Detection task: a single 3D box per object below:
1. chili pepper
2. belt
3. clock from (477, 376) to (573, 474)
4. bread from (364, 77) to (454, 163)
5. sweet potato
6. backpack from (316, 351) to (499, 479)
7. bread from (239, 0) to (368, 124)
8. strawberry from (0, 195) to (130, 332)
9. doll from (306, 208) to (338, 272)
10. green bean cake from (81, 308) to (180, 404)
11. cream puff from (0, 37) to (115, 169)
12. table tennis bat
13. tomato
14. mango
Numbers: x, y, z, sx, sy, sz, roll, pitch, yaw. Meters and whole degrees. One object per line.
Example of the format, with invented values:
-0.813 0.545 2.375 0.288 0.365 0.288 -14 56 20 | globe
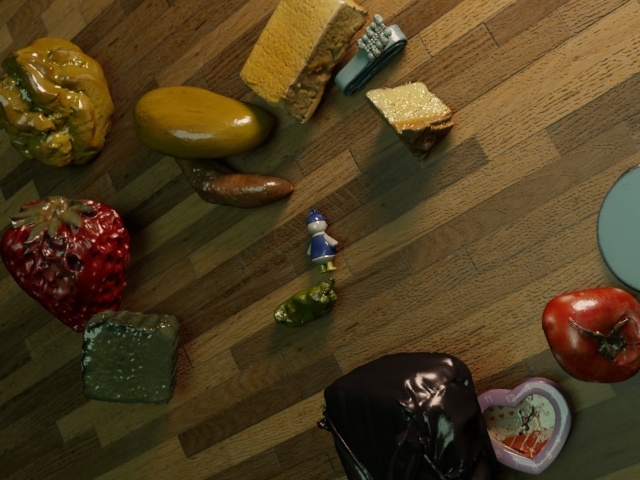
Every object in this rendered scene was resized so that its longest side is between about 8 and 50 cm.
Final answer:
-0.014 0.135 1.695 0.204 0.073 0.072 -30 95 37 | chili pepper
0.095 -0.376 1.609 0.179 0.100 0.065 -43 68 25 | belt
0.392 0.357 1.482 0.198 0.064 0.172 -24 80 27 | clock
0.173 -0.250 1.544 0.127 0.152 0.147 -48 61 20 | bread
-0.229 -0.135 1.796 0.342 0.092 0.114 21 76 26 | sweet potato
0.185 0.443 1.472 0.363 0.255 0.445 -17 97 59 | backpack
-0.036 -0.412 1.652 0.184 0.114 0.274 47 115 36 | bread
-0.603 0.067 1.930 0.318 0.295 0.344 -7 125 10 | strawberry
0.000 0.000 1.692 0.099 0.058 0.142 -23 78 48 | doll
-0.457 0.275 1.861 0.227 0.125 0.222 4 102 -7 | green bean cake
-0.701 -0.342 1.956 0.324 0.257 0.291 -35 71 25 | cream puff
0.605 -0.063 1.371 0.215 0.044 0.328 6 96 29 | table tennis bat
0.480 0.168 1.376 0.187 0.151 0.186 -2 97 -14 | tomato
-0.281 -0.262 1.761 0.332 0.195 0.142 15 138 25 | mango
